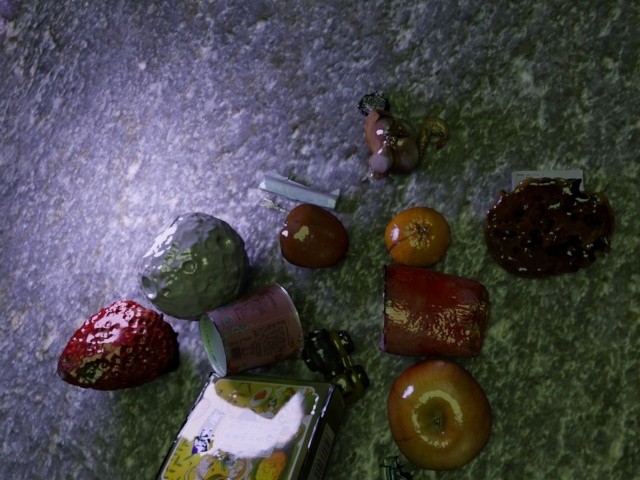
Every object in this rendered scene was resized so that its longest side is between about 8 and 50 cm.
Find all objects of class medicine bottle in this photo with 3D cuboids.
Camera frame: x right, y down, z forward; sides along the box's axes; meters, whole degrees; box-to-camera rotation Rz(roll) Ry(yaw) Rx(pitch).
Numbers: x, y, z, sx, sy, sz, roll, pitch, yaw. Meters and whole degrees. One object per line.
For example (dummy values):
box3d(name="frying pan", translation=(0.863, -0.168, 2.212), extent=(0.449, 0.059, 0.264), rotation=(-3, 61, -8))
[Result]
box3d(name="medicine bottle", translation=(0.663, -0.125, 1.544), extent=(0.201, 0.052, 0.171), rotation=(0, 76, 15))

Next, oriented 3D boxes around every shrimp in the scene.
box3d(name="shrimp", translation=(0.357, -0.322, 1.687), extent=(0.095, 0.045, 0.162), rotation=(20, 75, -3))

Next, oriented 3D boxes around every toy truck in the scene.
box3d(name="toy truck", translation=(0.035, 0.364, 1.513), extent=(0.147, 0.165, 0.224), rotation=(-29, 72, 6))
box3d(name="toy truck", translation=(0.205, 0.695, 1.432), extent=(0.088, 0.074, 0.202), rotation=(-9, 73, 17))

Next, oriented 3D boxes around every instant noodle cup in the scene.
box3d(name="instant noodle cup", translation=(-0.203, 0.267, 1.515), extent=(0.231, 0.243, 0.243), rotation=(-16, 68, -29))

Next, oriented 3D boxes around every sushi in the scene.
box3d(name="sushi", translation=(0.183, -0.449, 1.748), extent=(0.083, 0.056, 0.085), rotation=(37, 88, 20))

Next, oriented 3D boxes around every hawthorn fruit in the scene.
box3d(name="hawthorn fruit", translation=(0.000, 0.000, 1.620), extent=(0.251, 0.199, 0.199), rotation=(21, 81, 4))

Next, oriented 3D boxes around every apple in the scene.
box3d(name="apple", translation=(0.306, 0.456, 1.385), extent=(0.286, 0.233, 0.286), rotation=(-3, 76, 13))

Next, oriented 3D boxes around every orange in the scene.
box3d(name="orange", translation=(0.286, -0.010, 1.552), extent=(0.193, 0.161, 0.193), rotation=(-6, 71, 16))

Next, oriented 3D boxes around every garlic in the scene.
box3d(name="garlic", translation=(0.226, -0.312, 1.654), extent=(0.160, 0.191, 0.214), rotation=(6, 64, -9))

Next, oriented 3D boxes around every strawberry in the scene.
box3d(name="strawberry", translation=(-0.614, 0.318, 1.619), extent=(0.292, 0.310, 0.292), rotation=(-5, 73, 18))

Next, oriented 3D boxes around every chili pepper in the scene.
box3d(name="chili pepper", translation=(0.312, 0.201, 1.453), extent=(0.305, 0.229, 0.251), rotation=(4, 40, 16))

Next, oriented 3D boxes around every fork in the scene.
box3d(name="fork", translation=(-0.121, -0.095, 1.746), extent=(0.219, 0.028, 0.034), rotation=(25, 79, 19))

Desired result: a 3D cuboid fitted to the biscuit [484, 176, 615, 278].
box3d(name="biscuit", translation=(0.631, -0.039, 1.472), extent=(0.334, 0.081, 0.289), rotation=(-6, 104, 22))

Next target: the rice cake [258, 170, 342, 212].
box3d(name="rice cake", translation=(-0.063, -0.162, 1.738), extent=(0.290, 0.051, 0.081), rotation=(16, 89, 16))

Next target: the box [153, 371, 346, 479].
box3d(name="box", translation=(-0.179, 0.545, 1.392), extent=(0.420, 0.138, 0.373), rotation=(-2, 43, 27))

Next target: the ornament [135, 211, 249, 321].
box3d(name="ornament", translation=(-0.374, 0.084, 1.608), extent=(0.337, 0.337, 0.337), rotation=(-4, 75, 13))
